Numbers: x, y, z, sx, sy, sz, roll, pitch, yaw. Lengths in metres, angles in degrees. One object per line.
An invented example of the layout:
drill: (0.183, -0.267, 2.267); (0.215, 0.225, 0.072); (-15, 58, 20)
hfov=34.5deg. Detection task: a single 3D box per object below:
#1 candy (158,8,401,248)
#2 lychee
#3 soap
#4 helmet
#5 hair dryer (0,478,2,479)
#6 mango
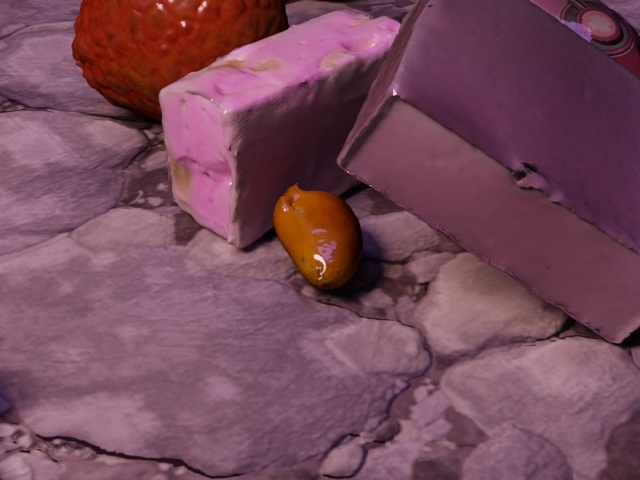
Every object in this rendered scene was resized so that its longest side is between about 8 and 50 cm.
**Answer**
candy: (-0.026, -0.120, 1.023); (0.265, 0.155, 0.116); (-29, 46, -35)
lychee: (-0.128, -0.246, 1.126); (0.300, 0.255, 0.255); (-32, 37, 9)
soap: (0.189, -0.097, 0.921); (0.296, 0.107, 0.285); (34, 41, -7)
helmet: (0.275, -0.200, 1.147); (0.198, 0.154, 0.253); (-19, 35, -26)
hair dryer: (-0.271, 0.150, 0.736); (0.117, 0.064, 0.181); (-28, 50, -32)
mango: (0.000, 0.000, 0.938); (0.077, 0.063, 0.127); (-5, 41, -15)
